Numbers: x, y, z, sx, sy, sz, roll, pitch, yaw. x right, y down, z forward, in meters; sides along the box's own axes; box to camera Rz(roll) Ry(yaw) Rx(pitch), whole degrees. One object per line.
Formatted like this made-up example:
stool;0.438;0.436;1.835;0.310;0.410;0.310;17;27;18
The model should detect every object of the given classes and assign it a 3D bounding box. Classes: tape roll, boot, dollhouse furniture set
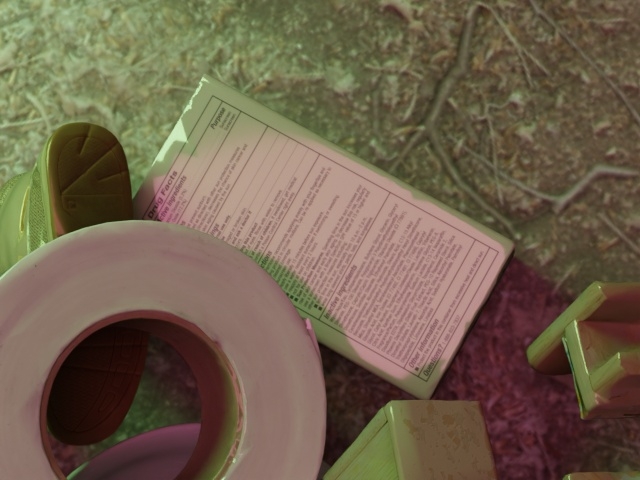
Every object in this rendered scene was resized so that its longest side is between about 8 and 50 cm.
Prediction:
tape roll;-0.140;0.129;0.869;0.286;0.100;0.286;3;81;-22
boot;-0.233;0.048;1.012;0.095;0.203;0.262;0;79;-32
dollhouse furniture set;0.201;0.245;0.886;0.394;0.256;0.362;3;59;-19

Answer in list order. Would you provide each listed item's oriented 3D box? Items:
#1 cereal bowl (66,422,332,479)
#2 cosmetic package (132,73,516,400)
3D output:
cereal bowl;-0.103;0.329;0.971;0.339;0.141;0.339;9;63;-18
cosmetic package;0.000;0.000;1.035;0.309;0.113;0.160;30;89;9
